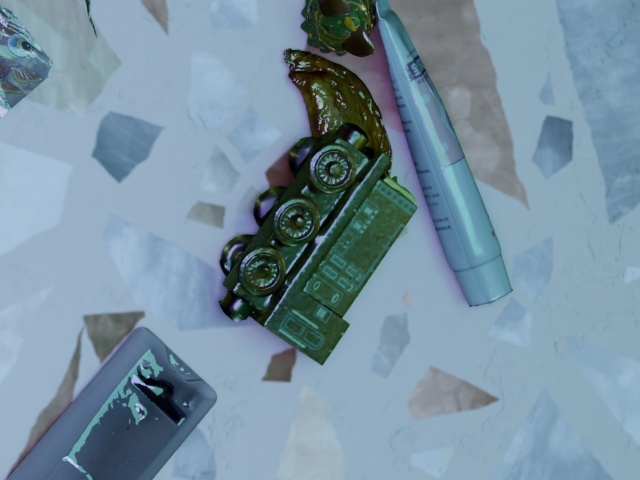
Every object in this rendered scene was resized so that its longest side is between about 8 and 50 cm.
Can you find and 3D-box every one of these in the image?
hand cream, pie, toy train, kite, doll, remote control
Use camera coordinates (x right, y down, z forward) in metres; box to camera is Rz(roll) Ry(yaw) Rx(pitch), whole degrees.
[{"bbox_3d":[0.113,-0.092,1.997,0.058,0.085,0.331,-21,98,15],"label":"hand cream"},{"bbox_3d":[0.027,-0.111,1.979,0.088,0.033,0.191,-18,95,-26],"label":"pie"},{"bbox_3d":[0.000,0.000,1.920,0.137,0.090,0.225,35,88,-20],"label":"toy train"},{"bbox_3d":[-0.358,-0.128,1.830,0.127,0.016,0.229,41,71,-13],"label":"kite"},{"bbox_3d":[0.012,-0.212,1.939,0.077,0.113,0.078,-29,102,16],"label":"doll"},{"bbox_3d":[-0.225,0.230,1.849,0.109,0.055,0.313,44,73,-15],"label":"remote control"}]

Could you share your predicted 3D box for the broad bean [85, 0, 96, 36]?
[{"bbox_3d":[-0.363,-0.223,1.802,0.318,0.056,0.098,-8,83,-20],"label":"broad bean"}]
